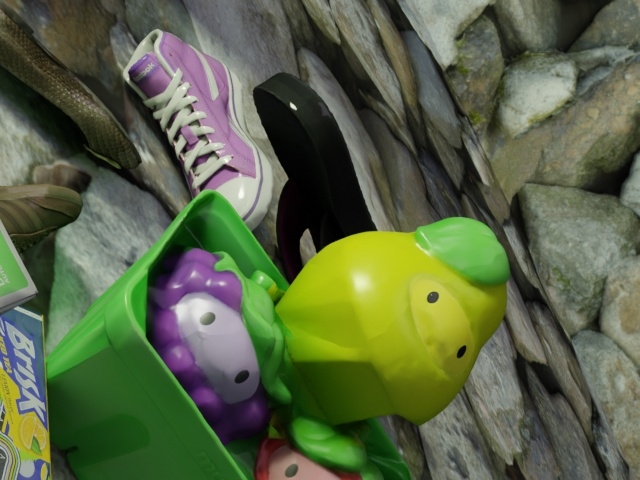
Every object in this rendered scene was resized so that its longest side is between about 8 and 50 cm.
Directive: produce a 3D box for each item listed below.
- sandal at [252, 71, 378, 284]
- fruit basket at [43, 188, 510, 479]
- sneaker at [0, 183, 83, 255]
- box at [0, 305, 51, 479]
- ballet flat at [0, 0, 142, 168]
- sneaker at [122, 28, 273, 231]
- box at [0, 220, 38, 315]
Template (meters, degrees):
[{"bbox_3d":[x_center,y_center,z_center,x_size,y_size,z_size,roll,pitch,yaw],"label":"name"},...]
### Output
[{"bbox_3d":[-0.002,-0.002,1.370,0.167,0.107,0.446,33,-26,49],"label":"sandal"},{"bbox_3d":[-0.004,0.125,0.941,0.392,0.392,0.283,57,23,-14],"label":"fruit basket"},{"bbox_3d":[-0.272,-0.009,0.924,0.188,0.066,0.071,0,82,-59],"label":"sneaker"},{"bbox_3d":[-0.242,0.129,0.826,0.059,0.054,0.169,34,35,-49],"label":"box"},{"bbox_3d":[-0.266,-0.148,1.085,0.084,0.058,0.250,35,-11,48],"label":"ballet flat"},{"bbox_3d":[-0.154,-0.127,1.253,0.161,0.102,0.282,33,26,-44],"label":"sneaker"},{"bbox_3d":[-0.324,-0.027,0.593,0.262,0.231,0.127,62,23,0],"label":"box"}]
